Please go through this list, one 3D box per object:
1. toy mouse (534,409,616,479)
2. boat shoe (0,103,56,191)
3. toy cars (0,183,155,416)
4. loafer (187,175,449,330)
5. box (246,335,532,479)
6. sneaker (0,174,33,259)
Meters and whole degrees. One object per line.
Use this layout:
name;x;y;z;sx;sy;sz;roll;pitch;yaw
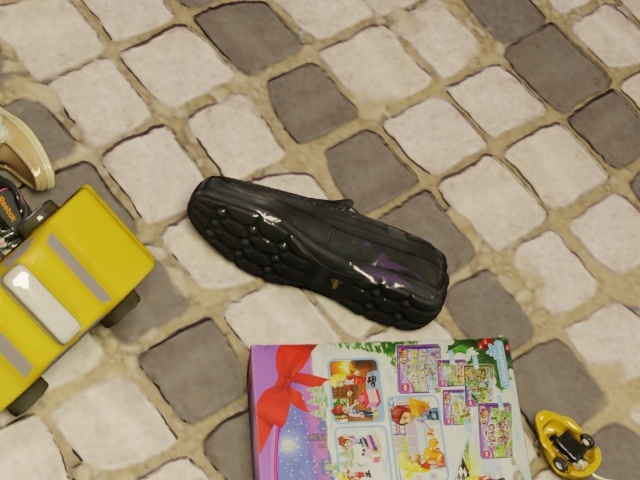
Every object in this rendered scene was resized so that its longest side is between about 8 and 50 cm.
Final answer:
toy mouse;0.150;0.188;1.207;0.161;0.031;0.143;41;59;13
boat shoe;-0.263;-0.081;1.234;0.045;0.050;0.135;-33;63;-30
toy cars;-0.300;0.047;1.067;0.394;0.087;0.176;-1;86;-18
loafer;0.000;0.000;1.257;0.223;0.076;0.078;23;48;-9
box;0.055;0.211;1.124;0.201;0.057;0.293;-1;58;-7
sneaker;-0.238;-0.001;1.169;0.178;0.077;0.072;41;56;9
